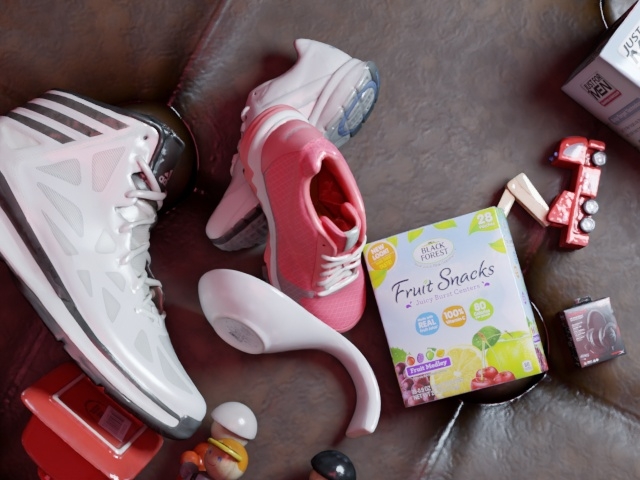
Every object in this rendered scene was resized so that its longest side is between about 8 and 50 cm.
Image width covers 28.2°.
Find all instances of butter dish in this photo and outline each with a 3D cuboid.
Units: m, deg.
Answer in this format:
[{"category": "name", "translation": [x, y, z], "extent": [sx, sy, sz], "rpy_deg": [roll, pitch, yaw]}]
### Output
[{"category": "butter dish", "translation": [-0.289, 0.241, 1.500], "extent": [0.160, 0.160, 0.118], "rpy_deg": [40, 105, 2]}]

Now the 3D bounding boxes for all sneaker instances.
[{"category": "sneaker", "translation": [-0.001, 0.000, 1.476], "extent": [0.116, 0.136, 0.314], "rpy_deg": [-33, 126, -21]}, {"category": "sneaker", "translation": [-0.228, 0.003, 1.505], "extent": [0.257, 0.169, 0.447], "rpy_deg": [-39, 85, -5]}, {"category": "sneaker", "translation": [-0.051, -0.118, 1.579], "extent": [0.129, 0.111, 0.297], "rpy_deg": [33, 80, 19]}]

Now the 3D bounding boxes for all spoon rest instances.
[{"category": "spoon rest", "translation": [-0.033, 0.123, 1.534], "extent": [0.276, 0.137, 0.084], "rpy_deg": [43, 57, -15]}]

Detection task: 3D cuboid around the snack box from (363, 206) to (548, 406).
[{"category": "snack box", "translation": [0.162, 0.081, 1.547], "extent": [0.174, 0.070, 0.207], "rpy_deg": [-17, 83, 17]}]

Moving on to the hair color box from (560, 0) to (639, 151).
[{"category": "hair color box", "translation": [0.493, -0.132, 1.562], "extent": [0.374, 0.185, 0.114], "rpy_deg": [38, 83, 1]}]

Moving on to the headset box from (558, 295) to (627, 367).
[{"category": "headset box", "translation": [0.340, 0.112, 1.601], "extent": [0.062, 0.032, 0.083], "rpy_deg": [-16, 86, -5]}]

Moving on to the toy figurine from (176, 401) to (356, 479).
[{"category": "toy figurine", "translation": [-0.064, 0.294, 1.462], "extent": [0.213, 0.209, 0.148], "rpy_deg": [29, 93, -2]}]

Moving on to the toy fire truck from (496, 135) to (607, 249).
[{"category": "toy fire truck", "translation": [0.279, -0.045, 1.607], "extent": [0.135, 0.047, 0.192], "rpy_deg": [12, 82, -1]}]
